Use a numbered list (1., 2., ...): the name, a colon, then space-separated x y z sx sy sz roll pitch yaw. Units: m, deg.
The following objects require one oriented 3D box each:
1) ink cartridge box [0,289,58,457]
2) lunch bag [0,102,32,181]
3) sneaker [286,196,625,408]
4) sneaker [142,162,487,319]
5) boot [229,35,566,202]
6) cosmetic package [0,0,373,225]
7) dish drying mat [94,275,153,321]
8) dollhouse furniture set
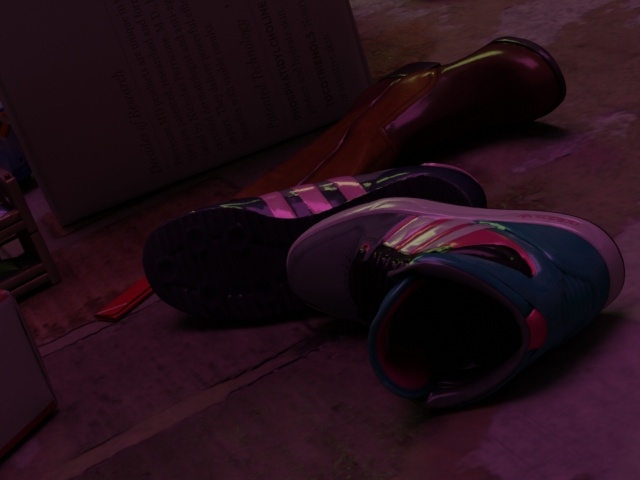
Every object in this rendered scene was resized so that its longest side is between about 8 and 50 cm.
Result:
1. ink cartridge box: -0.419 0.148 1.347 0.306 0.131 0.226 -2 29 37
2. lunch bag: -0.510 -0.093 1.944 0.303 0.115 0.243 -29 24 -29
3. sneaker: 0.066 0.051 1.203 0.296 0.123 0.178 -1 20 34
4. sneaker: 0.000 0.000 1.405 0.319 0.112 0.131 -7 9 20
5. boot: 0.076 -0.102 1.550 0.264 0.096 0.280 8 37 47
6. cosmetic package: -0.197 -0.292 1.790 0.394 0.327 0.329 -21 42 -3
7. dish drying mat: -0.184 0.054 1.520 0.032 0.008 0.083 1 31 41
8. dollhouse furniture set: -0.386 -0.004 1.652 0.129 0.129 0.184 -29 25 -21
